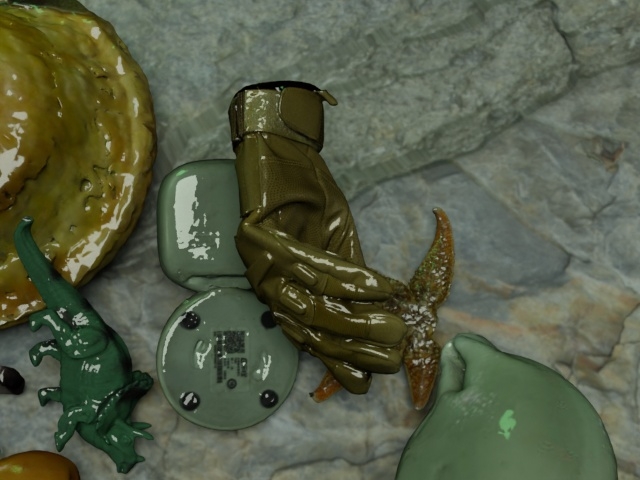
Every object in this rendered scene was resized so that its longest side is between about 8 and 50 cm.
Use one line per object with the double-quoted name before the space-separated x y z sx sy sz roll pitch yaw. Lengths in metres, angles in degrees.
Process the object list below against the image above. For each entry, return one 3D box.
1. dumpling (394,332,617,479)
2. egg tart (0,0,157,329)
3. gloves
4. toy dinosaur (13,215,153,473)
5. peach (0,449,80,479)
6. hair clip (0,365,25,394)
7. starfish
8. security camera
"dumpling" 0.171 0.244 0.935 0.212 0.270 0.320 23 64 11
"egg tart" -0.406 -0.112 1.084 0.443 0.178 0.443 0 74 1
"gloves" -0.016 0.002 1.006 0.141 0.154 0.331 -14 81 -9
"toy dinosaur" -0.271 0.122 1.033 0.120 0.079 0.292 -35 104 -9
"peach" -0.300 0.285 0.988 0.138 0.138 0.138 0 73 0
"hair clip" -0.492 0.152 1.050 0.331 0.085 0.101 13 71 5
"starfish" 0.075 0.074 1.101 0.138 0.050 0.247 9 66 3
"security camera" -0.108 0.058 1.089 0.157 0.080 0.301 0 84 -16
